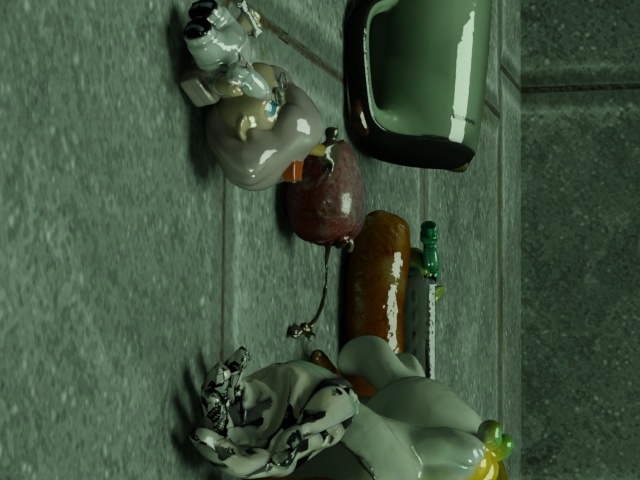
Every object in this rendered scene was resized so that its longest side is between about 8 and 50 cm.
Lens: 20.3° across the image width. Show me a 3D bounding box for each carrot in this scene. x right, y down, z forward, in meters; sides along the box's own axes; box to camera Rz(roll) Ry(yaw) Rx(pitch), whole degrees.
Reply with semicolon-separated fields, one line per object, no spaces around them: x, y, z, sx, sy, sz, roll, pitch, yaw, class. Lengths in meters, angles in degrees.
0.013;0.167;2.091;0.165;0.036;0.035;60;32;-58;carrot

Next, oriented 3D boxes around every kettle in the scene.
0.117;-0.229;2.322;0.240;0.165;0.255;15;77;-45;kettle

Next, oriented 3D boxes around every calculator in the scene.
0.103;0.177;2.285;0.161;0.021;0.261;-9;-101;63;calculator

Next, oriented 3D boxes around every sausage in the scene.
0.070;0.112;2.226;0.103;0.076;0.302;5;86;-73;sausage

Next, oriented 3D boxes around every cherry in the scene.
0.000;0.000;1.954;0.107;0.090;0.225;23;75;-87;cherry

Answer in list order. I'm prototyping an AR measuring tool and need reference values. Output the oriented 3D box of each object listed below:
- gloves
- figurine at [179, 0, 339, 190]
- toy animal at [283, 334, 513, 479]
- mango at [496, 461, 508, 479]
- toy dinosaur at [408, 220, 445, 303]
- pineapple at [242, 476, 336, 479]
-0.054;0.169;1.667;0.212;0.111;0.127;-17;64;-47;gloves
-0.066;-0.125;1.655;0.137;0.112;0.229;-88;155;-44;figurine
0.063;0.227;1.908;0.310;0.247;0.183;-28;137;-57;toy animal
0.156;0.387;2.313;0.253;0.182;0.365;110;-12;-55;mango
0.124;0.039;2.439;0.259;0.094;0.153;-71;161;-75;toy dinosaur
-0.031;0.363;1.697;0.158;0.158;0.278;-4;103;-76;pineapple
